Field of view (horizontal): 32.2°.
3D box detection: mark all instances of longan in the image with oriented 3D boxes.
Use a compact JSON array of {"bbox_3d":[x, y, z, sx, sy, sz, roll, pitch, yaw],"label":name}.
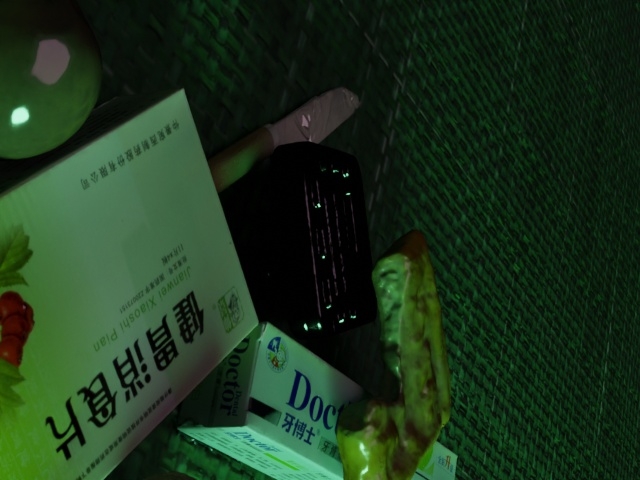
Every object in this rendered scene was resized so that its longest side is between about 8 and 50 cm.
[{"bbox_3d":[-0.161,-0.097,0.591,0.092,0.113,0.113,29,60,-26],"label":"longan"}]

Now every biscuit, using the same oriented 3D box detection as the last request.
[{"bbox_3d":[0.056,0.103,0.856,0.183,0.039,0.174,-45,130,-55],"label":"biscuit"}]

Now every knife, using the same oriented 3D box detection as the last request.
[{"bbox_3d":[-0.031,-0.077,0.886,0.298,0.017,0.047,-43,124,-56],"label":"knife"}]

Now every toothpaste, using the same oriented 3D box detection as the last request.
[{"bbox_3d":[0.013,0.165,0.888,0.336,0.067,0.081,41,50,-49],"label":"toothpaste"}]

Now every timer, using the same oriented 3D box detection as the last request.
[{"bbox_3d":[0.000,0.000,0.867,0.187,0.055,0.144,1,83,-75],"label":"timer"}]

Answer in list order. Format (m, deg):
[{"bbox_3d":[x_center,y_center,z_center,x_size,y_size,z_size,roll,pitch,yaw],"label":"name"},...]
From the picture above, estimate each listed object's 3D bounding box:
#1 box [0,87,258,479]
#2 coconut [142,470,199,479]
[{"bbox_3d":[-0.145,0.036,0.647,0.260,0.062,0.175,-45,124,-52],"label":"box"},{"bbox_3d":[-0.091,0.210,0.670,0.116,0.122,0.116,20,46,-22],"label":"coconut"}]
